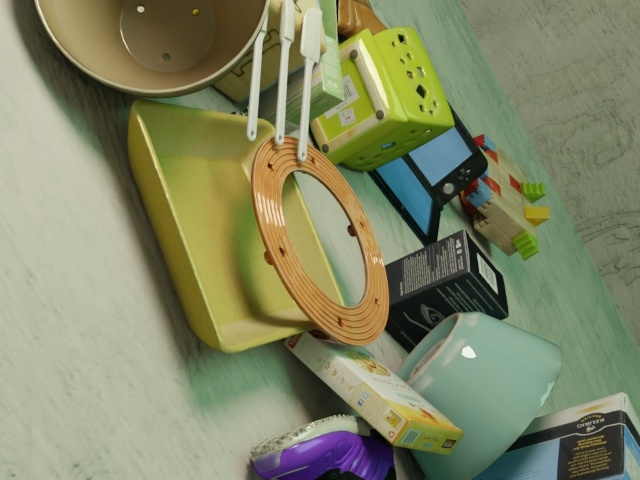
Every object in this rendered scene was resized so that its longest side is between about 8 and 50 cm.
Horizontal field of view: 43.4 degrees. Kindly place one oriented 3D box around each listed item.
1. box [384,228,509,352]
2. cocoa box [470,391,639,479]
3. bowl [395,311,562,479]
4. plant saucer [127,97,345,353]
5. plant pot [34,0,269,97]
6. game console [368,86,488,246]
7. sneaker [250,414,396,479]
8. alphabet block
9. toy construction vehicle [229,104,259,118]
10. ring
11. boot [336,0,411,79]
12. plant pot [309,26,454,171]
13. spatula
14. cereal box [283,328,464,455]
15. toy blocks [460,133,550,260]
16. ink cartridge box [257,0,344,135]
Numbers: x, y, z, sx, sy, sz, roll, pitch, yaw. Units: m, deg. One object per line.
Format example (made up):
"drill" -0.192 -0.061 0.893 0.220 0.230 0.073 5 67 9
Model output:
"box" 0.215 0.098 1.470 0.153 0.207 0.108 46 32 -34
"cocoa box" 0.372 0.440 1.298 0.231 0.347 0.228 60 27 -10
"bowl" 0.230 0.237 1.330 0.163 0.311 0.311 43 28 1
"plant saucer" -0.121 -0.014 1.106 0.332 0.081 0.333 -6 72 -61
"plant pot" -0.207 -0.309 1.050 0.191 0.284 0.284 137 -72 -84
"game console" 0.248 -0.173 1.821 0.293 0.250 0.173 49 4 -28
"sneaker" 0.026 0.314 1.060 0.293 0.102 0.146 16 54 -56
"alphabet block" -0.129 -0.371 1.277 0.197 0.193 0.192 32 40 -47
"toy construction vehicle" -0.120 -0.173 1.306 0.098 0.035 0.086 70 16 6
"ring" 0.000 0.000 1.190 0.336 0.032 0.337 40 36 -38
"boot" 0.097 -0.490 1.874 0.220 0.109 0.284 -8 72 -63
"plant pot" 0.089 -0.273 1.560 0.207 0.228 0.227 -12 78 -55
"spatula" -0.058 -0.245 1.161 0.168 0.019 0.242 14 79 -55
"cereal box" 0.076 0.212 1.158 0.240 0.047 0.173 38 7 37
"toy blocks" 0.458 -0.146 2.191 0.261 0.190 0.381 37 37 -24
"ink cartridge box" -0.042 -0.306 1.367 0.056 0.171 0.235 17 59 -41
